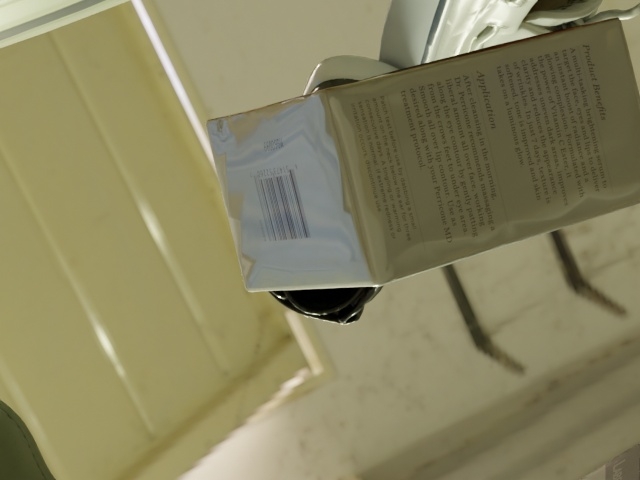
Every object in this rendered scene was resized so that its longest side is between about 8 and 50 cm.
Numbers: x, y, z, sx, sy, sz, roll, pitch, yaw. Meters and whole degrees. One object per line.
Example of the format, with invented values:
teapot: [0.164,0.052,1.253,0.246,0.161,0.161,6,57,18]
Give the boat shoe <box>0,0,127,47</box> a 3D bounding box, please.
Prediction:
boat shoe: [-0.084,-0.142,0.419,0.500,0.186,0.156,-9,-169,3]

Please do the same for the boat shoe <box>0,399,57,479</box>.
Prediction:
boat shoe: [-0.229,0.192,1.153,0.069,0.227,0.081,-30,-164,48]

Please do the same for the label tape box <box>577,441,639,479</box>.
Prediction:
label tape box: [0.343,0.298,1.420,0.334,0.241,0.106,-39,-163,29]

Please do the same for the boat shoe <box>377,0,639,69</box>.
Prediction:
boat shoe: [0.131,-0.163,1.011,0.367,0.157,0.135,102,7,-72]

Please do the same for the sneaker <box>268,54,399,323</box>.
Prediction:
sneaker: [0.000,0.000,1.117,0.295,0.105,0.146,103,3,-67]

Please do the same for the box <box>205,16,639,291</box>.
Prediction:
box: [0.053,-0.040,0.766,0.170,0.091,0.130,-17,-175,-29]
